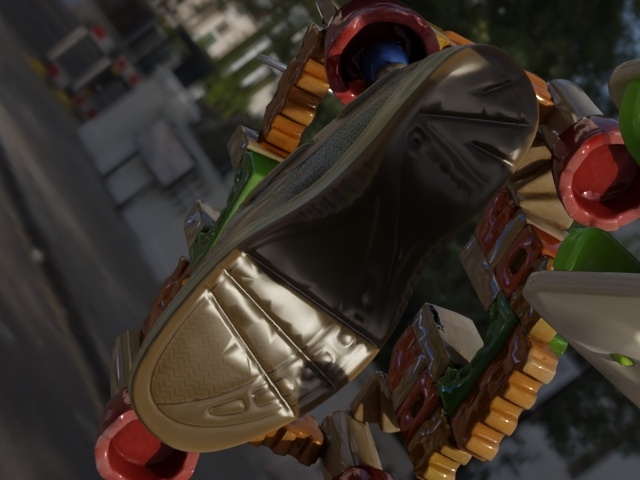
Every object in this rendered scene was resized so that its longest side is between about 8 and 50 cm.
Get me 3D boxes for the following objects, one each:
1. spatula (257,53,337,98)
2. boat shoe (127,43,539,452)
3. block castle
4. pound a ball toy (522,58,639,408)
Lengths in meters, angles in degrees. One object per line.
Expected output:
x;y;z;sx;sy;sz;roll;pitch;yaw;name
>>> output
0.066;-0.129;1.466;0.242;0.019;0.168;24;1;-29;spatula
0.000;0.000;0.883;0.109;0.302;0.098;49;-15;-22;boat shoe
0.040;0.043;1.213;0.303;0.453;0.213;24;20;-20;block castle
0.233;-0.006;0.698;0.135;0.208;0.319;1;-32;47;pound a ball toy
